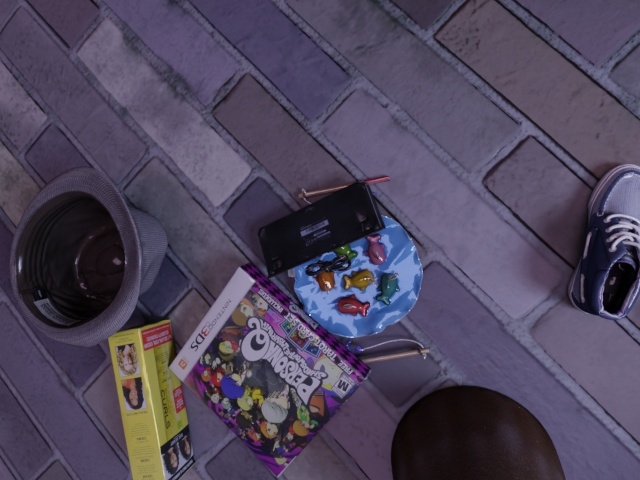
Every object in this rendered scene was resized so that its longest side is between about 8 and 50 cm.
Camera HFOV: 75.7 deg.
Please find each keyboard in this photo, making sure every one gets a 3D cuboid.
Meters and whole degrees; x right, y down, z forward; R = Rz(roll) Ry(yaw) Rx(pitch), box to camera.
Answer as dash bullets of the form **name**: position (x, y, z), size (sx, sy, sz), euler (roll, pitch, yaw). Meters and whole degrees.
- **keyboard**: position (0.000, 0.000, 0.569), size (0.180, 0.023, 0.108), euler (-24, 69, 19)

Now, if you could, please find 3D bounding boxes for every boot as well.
- **boot**: position (0.351, 0.000, 0.477), size (0.069, 0.086, 0.189), euler (13, 93, 14)

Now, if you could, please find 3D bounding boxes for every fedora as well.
- **fedora**: position (-0.329, 0.026, 0.624), size (0.276, 0.124, 0.243), euler (-37, 79, 19)

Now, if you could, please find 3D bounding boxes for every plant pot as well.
- **plant pot**: position (0.176, 0.301, 0.443), size (0.216, 0.230, 0.215), euler (0, 89, 14)

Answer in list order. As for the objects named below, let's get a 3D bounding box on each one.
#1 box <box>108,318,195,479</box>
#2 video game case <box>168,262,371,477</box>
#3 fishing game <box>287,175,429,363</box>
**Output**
- **box**: position (-0.253, 0.243, 0.624), size (0.058, 0.087, 0.232), euler (-13, 85, 11)
- **video game case**: position (-0.081, 0.184, 0.593), size (0.232, 0.042, 0.210), euler (40, 106, 11)
- **fishing game**: position (0.045, 0.045, 0.576), size (0.189, 0.041, 0.263), euler (-9, 86, 13)
